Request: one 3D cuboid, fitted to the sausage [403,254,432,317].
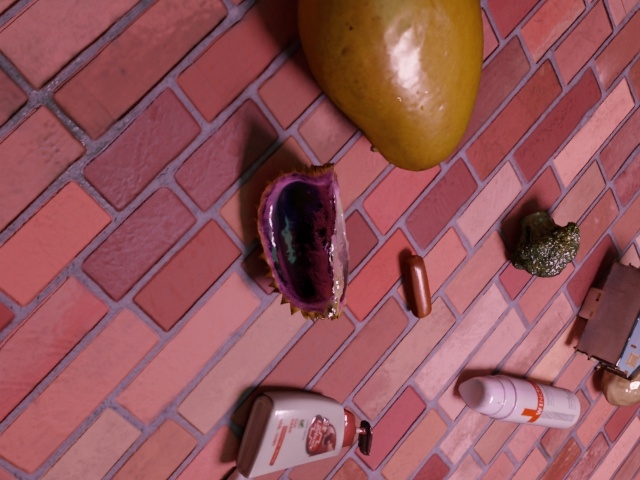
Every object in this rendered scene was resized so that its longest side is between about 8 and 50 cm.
[{"bbox_3d":[0.187,0.086,1.469,0.039,0.041,0.131,-23,118,-22],"label":"sausage"}]

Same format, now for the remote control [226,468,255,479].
[{"bbox_3d":[-0.094,0.546,1.412,0.109,0.055,0.313,-46,126,-15],"label":"remote control"}]

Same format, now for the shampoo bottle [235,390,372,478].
[{"bbox_3d":[-0.008,0.353,1.399,0.284,0.071,0.153,12,97,-37],"label":"shampoo bottle"}]

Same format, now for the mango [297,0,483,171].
[{"bbox_3d":[0.123,-0.294,1.188,0.301,0.220,0.445,-37,127,-23],"label":"mango"}]

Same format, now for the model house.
[{"bbox_3d":[0.746,0.200,1.823,0.206,0.178,0.271,23,88,-32],"label":"model house"}]

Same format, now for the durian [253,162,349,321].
[{"bbox_3d":[-0.008,-0.002,1.250,0.186,0.154,0.260,-7,105,-58],"label":"durian"}]

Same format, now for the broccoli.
[{"bbox_3d":[0.474,0.009,1.603,0.162,0.146,0.138,-14,81,-13],"label":"broccoli"}]

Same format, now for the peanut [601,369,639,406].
[{"bbox_3d":[0.838,0.318,1.961,0.313,0.149,0.149,-25,118,-27],"label":"peanut"}]

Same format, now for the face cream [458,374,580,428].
[{"bbox_3d":[0.449,0.360,1.714,0.345,0.102,0.102,17,95,-40],"label":"face cream"}]
